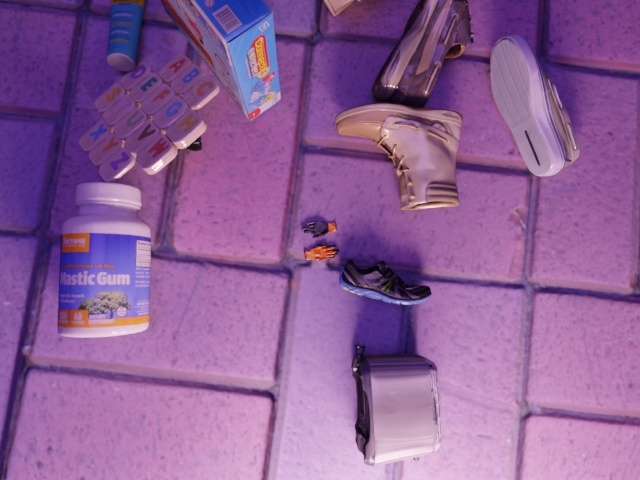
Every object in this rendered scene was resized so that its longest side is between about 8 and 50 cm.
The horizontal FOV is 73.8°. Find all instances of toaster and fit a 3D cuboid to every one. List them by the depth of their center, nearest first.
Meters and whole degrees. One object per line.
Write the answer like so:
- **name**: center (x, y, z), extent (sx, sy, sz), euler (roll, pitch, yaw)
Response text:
- **toaster**: center (0.141, 0.302, 0.809), extent (0.147, 0.129, 0.226), euler (-2, 83, -6)

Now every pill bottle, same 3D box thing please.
- **pill bottle**: center (-0.399, 0.035, 0.796), extent (0.153, 0.152, 0.271), euler (-1, 86, -2)

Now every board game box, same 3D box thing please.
- **board game box**: center (-0.200, -0.411, 0.770), extent (0.086, 0.302, 0.308), euler (-37, 88, -5)

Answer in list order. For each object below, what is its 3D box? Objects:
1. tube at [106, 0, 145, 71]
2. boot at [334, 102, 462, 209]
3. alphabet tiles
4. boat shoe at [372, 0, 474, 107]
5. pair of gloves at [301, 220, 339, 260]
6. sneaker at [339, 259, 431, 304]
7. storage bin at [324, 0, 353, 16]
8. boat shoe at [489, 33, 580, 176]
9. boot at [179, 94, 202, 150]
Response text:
- **tube**: center (-0.407, -0.454, 0.891), extent (0.080, 0.052, 0.206), euler (-1, 72, -8)
- **boot**: center (0.158, -0.164, 0.869), extent (0.263, 0.095, 0.203), euler (3, 86, -6)
- **alphabet tiles**: center (-0.337, -0.246, 0.823), extent (0.278, 0.021, 0.284), euler (-42, 59, -5)
- **boat shoe**: center (0.243, -0.428, 0.890), extent (0.130, 0.132, 0.355), euler (30, 93, -9)
- **pair of gloves**: center (0.000, 0.000, 0.886), extent (0.074, 0.010, 0.083), euler (-6, 84, -3)
- **sneaker**: center (0.133, 0.083, 0.856), extent (0.189, 0.067, 0.078), euler (14, 91, 2)
- **storage bin**: center (0.071, -0.652, 0.840), extent (0.260, 0.123, 0.262), euler (-42, 115, -6)
- **boat shoe**: center (0.448, -0.284, 0.897), extent (0.094, 0.109, 0.301), euler (-22, 95, -19)
- **boot**: center (-0.263, -0.238, 0.845), extent (0.045, 0.121, 0.099), euler (-10, 90, -8)
